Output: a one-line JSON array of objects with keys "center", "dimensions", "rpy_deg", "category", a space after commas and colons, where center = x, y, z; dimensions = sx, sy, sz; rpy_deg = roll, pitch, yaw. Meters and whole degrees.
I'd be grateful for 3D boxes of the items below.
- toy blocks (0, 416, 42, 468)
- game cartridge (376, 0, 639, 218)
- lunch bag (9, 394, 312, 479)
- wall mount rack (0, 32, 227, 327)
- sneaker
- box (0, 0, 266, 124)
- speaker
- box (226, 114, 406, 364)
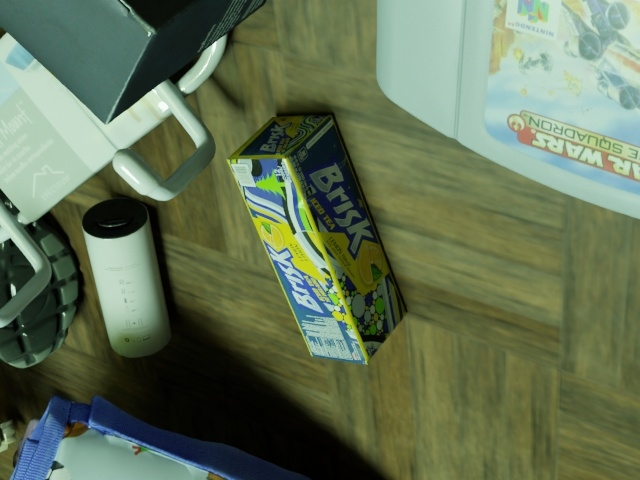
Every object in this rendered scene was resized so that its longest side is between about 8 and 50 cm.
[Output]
[{"center": [-0.421, 0.145, 1.167], "dimensions": [0.288, 0.309, 0.260], "rpy_deg": [11, 109, 34], "category": "toy blocks"}, {"center": [0.160, -0.104, 0.589], "dimensions": [0.297, 0.062, 0.198], "rpy_deg": [22, 132, 25], "category": "game cartridge"}, {"center": [-0.149, 0.331, 1.018], "dimensions": [0.327, 0.239, 0.386], "rpy_deg": [23, 117, -13], "category": "lunch bag"}, {"center": [-0.244, -0.112, 0.807], "dimensions": [0.350, 0.130, 0.304], "rpy_deg": [-33, 101, 34], "category": "wall mount rack"}, {"center": [-0.291, -0.011, 1.048], "dimensions": [0.106, 0.101, 0.267], "rpy_deg": [24, 134, 44], "category": "sneaker"}, {"center": [-0.115, -0.179, 0.672], "dimensions": [0.156, 0.158, 0.093], "rpy_deg": [43, 142, 1], "category": "box"}, {"center": [-0.160, 0.032, 0.985], "dimensions": [0.055, 0.055, 0.136], "rpy_deg": [20, 136, 27], "category": "speaker"}, {"center": [0.000, 0.000, 0.814], "dimensions": [0.054, 0.059, 0.169], "rpy_deg": [3, 126, 38], "category": "box"}]
